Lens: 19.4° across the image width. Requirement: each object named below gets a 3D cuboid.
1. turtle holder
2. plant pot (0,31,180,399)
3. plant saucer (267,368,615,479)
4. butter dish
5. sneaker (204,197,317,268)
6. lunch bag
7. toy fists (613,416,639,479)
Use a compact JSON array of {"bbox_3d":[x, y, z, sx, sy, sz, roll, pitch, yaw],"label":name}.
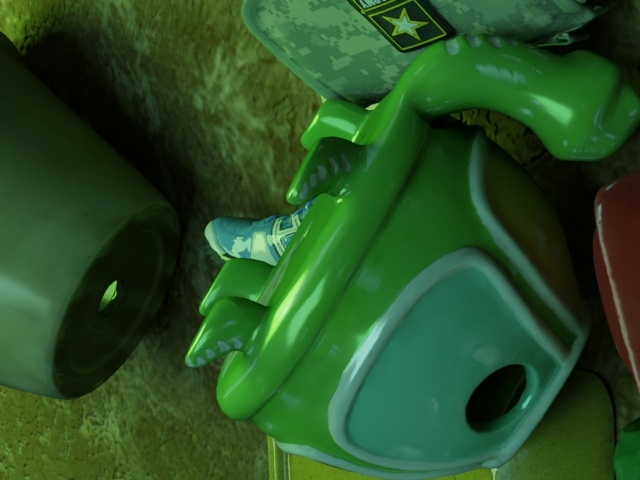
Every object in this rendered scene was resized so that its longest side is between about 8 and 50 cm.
[{"bbox_3d":[0.072,0.014,1.282,0.227,0.320,0.243,31,169,-5],"label":"turtle holder"},{"bbox_3d":[-0.285,-0.011,1.605,0.280,0.323,0.323,27,121,19],"label":"plant pot"},{"bbox_3d":[0.071,0.243,1.456,0.332,0.081,0.333,11,109,43],"label":"plant saucer"},{"bbox_3d":[0.237,0.026,1.201,0.118,0.160,0.160,172,83,-69],"label":"butter dish"},{"bbox_3d":[0.000,0.000,1.465,0.211,0.080,0.081,10,103,33],"label":"sneaker"},{"bbox_3d":[0.051,-0.239,1.276,0.235,0.169,0.287,-19,96,42],"label":"lunch bag"},{"bbox_3d":[0.292,0.234,1.225,0.142,0.096,0.279,-3,101,55],"label":"toy fists"}]
